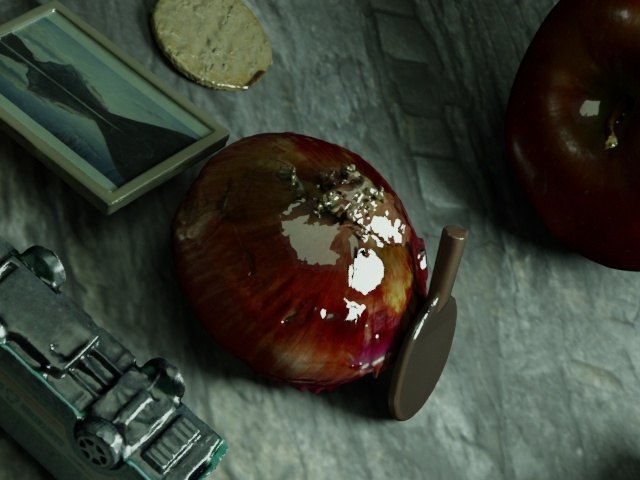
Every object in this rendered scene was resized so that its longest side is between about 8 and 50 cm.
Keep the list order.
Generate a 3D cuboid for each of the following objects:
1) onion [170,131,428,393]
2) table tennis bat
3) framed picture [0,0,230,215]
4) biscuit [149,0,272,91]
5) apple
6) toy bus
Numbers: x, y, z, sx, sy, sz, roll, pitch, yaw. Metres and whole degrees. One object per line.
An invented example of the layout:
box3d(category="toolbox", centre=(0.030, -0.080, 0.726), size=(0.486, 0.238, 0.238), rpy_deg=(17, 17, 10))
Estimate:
box3d(category="onion", centre=(0.000, 0.000, 1.521), size=(0.230, 0.163, 0.230), rpy_deg=(25, 40, -23))
box3d(category="table tennis bat", centre=(0.133, 0.086, 1.522), size=(0.119, 0.170, 0.107), rpy_deg=(21, 24, 20))
box3d(category="framed picture", centre=(-0.193, -0.112, 1.537), size=(0.203, 0.015, 0.150), rpy_deg=(39, 44, 18))
box3d(category="biscuit", centre=(-0.096, -0.180, 1.691), size=(0.120, 0.015, 0.120), rpy_deg=(18, 50, -22))
box3d(category="apple", centre=(0.321, -0.116, 1.754), size=(0.317, 0.288, 0.288), rpy_deg=(-3, 59, -51))
box3d(category="toy bus", centre=(-0.190, 0.094, 1.357), size=(0.261, 0.109, 0.091), rpy_deg=(44, 46, 4))
